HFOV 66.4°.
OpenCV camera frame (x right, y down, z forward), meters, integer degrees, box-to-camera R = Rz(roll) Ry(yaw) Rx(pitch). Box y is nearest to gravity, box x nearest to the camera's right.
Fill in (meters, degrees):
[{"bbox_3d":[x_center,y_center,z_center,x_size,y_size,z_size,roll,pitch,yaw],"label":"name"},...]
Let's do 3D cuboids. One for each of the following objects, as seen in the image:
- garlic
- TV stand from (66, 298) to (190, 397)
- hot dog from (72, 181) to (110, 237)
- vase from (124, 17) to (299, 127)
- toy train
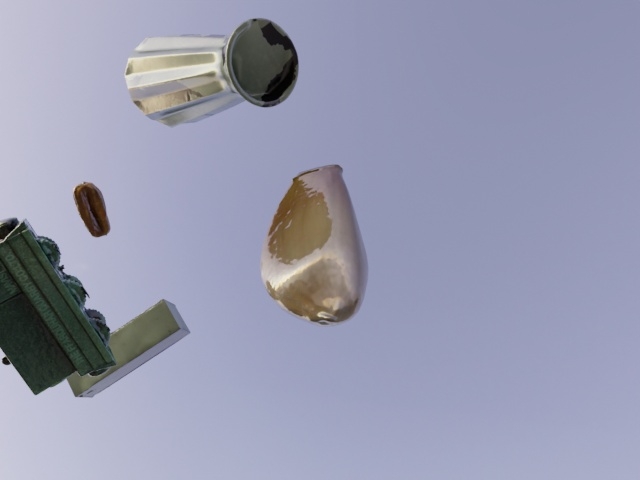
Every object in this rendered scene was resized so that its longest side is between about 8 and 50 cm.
[{"bbox_3d":[-0.008,0.005,0.699,0.143,0.318,0.112,-25,-44,21],"label":"garlic"},{"bbox_3d":[-0.447,0.251,1.135,0.270,0.082,0.088,-33,-107,-7],"label":"TV stand"},{"bbox_3d":[-0.523,-0.069,1.126,0.038,0.062,0.144,39,-36,47],"label":"hot dog"},{"bbox_3d":[-0.187,-0.265,0.788,0.360,0.165,0.165,16,-53,50],"label":"vase"},{"bbox_3d":[-0.507,0.124,0.872,0.138,0.178,0.330,8,-54,60],"label":"toy train"}]
